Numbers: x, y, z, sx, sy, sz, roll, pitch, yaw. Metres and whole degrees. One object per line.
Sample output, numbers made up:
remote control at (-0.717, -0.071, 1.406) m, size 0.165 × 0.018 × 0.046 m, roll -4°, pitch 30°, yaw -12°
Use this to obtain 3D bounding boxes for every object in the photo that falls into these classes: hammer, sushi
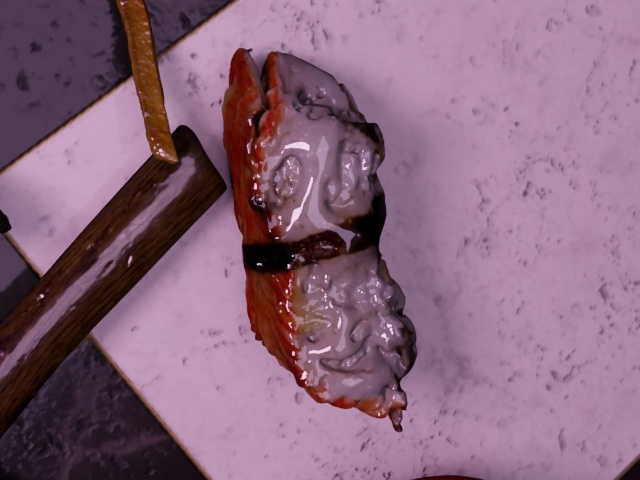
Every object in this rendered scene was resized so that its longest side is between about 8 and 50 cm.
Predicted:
hammer at (-0.222, 0.078, 0.780) m, size 0.242 × 0.095 × 0.409 m, roll 47°, pitch 73°, yaw -22°
sushi at (0.000, 0.000, 0.830) m, size 0.130 × 0.124 × 0.332 m, roll -10°, pitch 100°, yaw -14°

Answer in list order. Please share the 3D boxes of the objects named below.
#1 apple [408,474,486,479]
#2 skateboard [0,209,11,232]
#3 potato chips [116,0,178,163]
apple at (0.110, 0.339, 0.861) m, size 0.216 × 0.260 × 0.260 m, roll 7°, pitch 95°, yaw 0°
skateboard at (-0.290, -0.055, 0.710) m, size 0.067 × 0.080 × 0.151 m, roll -30°, pitch 92°, yaw -9°
potato chips at (-0.143, -0.157, 0.779) m, size 0.026 × 0.037 × 0.204 m, roll -12°, pitch 89°, yaw -9°
